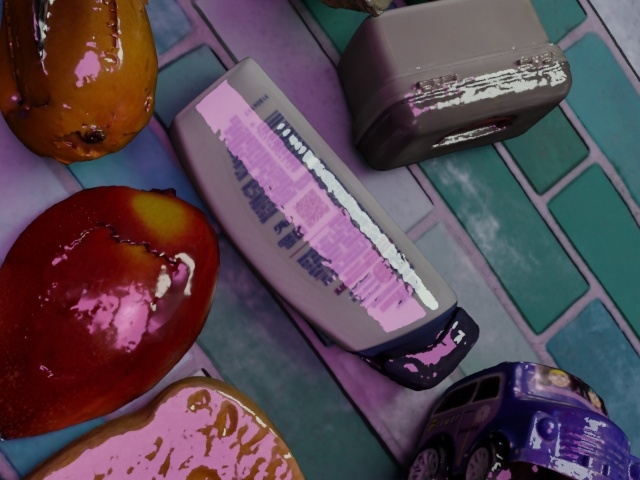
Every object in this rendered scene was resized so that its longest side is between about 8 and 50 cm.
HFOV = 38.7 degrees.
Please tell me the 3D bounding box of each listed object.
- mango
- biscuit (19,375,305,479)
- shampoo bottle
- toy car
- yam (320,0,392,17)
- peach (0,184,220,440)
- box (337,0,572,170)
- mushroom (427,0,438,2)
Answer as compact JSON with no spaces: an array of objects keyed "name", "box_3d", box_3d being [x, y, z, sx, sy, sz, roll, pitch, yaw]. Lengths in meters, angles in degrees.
[{"name":"mango","box_3d":[-0.223,-0.188,0.805,0.156,0.151,0.249,-20,80,21]},{"name":"biscuit","box_3d":[-0.151,0.304,0.814,0.343,0.057,0.287,-38,96,-19]},{"name":"shampoo bottle","box_3d":[0.000,0.000,0.889,0.134,0.078,0.359,-43,98,-14]},{"name":"toy car","box_3d":[0.196,0.200,0.856,0.172,0.235,0.158,26,64,-14]},{"name":"yam","box_3d":[0.045,-0.321,0.905,0.106,0.106,0.259,22,66,-15]},{"name":"peach","box_3d":[-0.204,0.064,0.821,0.189,0.068,0.279,37,74,-9]},{"name":"box","box_3d":[0.130,-0.163,0.916,0.210,0.148,0.129,-15,79,-19]},{"name":"mushroom","box_3d":[0.197,-0.330,0.969,0.247,0.096,0.108,-45,125,-27]}]
